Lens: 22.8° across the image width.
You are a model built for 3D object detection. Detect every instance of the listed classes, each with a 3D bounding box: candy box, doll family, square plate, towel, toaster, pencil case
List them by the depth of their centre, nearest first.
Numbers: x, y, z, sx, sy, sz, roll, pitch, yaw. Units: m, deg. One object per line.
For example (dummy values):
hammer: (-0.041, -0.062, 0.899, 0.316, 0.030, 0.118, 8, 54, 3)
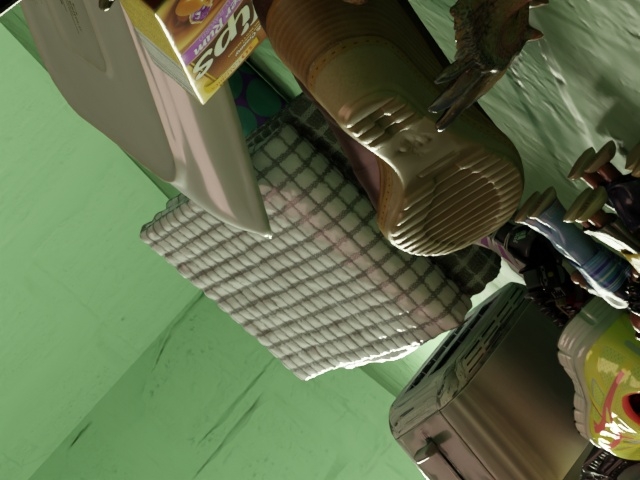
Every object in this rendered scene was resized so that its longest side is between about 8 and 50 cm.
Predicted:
doll family: (0.180, 0.007, 0.870, 0.111, 0.076, 0.193, 39, 179, -9)
candy box: (-0.071, -0.167, 1.024, 0.053, 0.109, 0.187, 41, 174, 11)
square plate: (-0.180, -0.191, 1.263, 0.344, 0.049, 0.347, 35, 149, 50)
toaster: (0.164, 0.138, 1.359, 0.146, 0.227, 0.129, 46, 140, -2)
towel: (0.000, 0.000, 1.412, 0.235, 0.121, 0.283, 42, 151, -11)
pencil case: (-0.063, -0.117, 1.503, 0.151, 0.064, 0.070, 44, 155, -15)

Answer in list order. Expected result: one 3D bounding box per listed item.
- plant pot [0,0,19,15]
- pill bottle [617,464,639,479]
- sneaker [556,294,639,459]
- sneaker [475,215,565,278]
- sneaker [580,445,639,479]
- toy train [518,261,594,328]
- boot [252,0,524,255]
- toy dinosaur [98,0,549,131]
plant pot: (-0.213, -0.271, 0.932, 0.167, 0.187, 0.188, 52, 179, 27)
pill bottle: (0.364, 0.306, 1.390, 0.264, 0.146, 0.146, 43, 174, -4)
sneaker: (0.244, 0.124, 1.202, 0.094, 0.081, 0.208, 35, 170, 36)
sneaker: (0.140, -0.006, 1.170, 0.098, 0.038, 0.069, 33, 173, -5)
sneaker: (0.269, 0.169, 1.414, 0.051, 0.089, 0.170, 36, 136, -7)
toy train: (0.179, 0.041, 1.171, 0.158, 0.036, 0.027, 34, -139, -68)
boot: (0.026, -0.114, 0.902, 0.207, 0.090, 0.248, 66, -170, 28)
toy dinosaur: (0.010, -0.143, 0.703, 0.200, 0.127, 0.296, 19, -166, -19)
